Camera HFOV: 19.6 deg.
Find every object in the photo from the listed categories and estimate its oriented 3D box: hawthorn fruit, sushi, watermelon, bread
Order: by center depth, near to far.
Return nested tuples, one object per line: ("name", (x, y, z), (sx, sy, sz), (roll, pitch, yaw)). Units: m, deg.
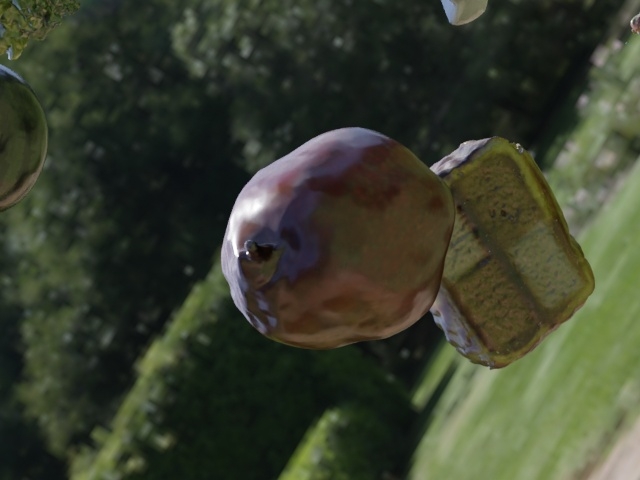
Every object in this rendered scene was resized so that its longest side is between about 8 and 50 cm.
("hawthorn fruit", (0.000, 0.000, 1.697), (0.248, 0.208, 0.208), (-7, -46, -50))
("bread", (0.181, 0.011, 1.956), (0.181, 0.222, 0.096), (-33, 7, -9))
("sushi", (0.423, -0.290, 2.357), (0.120, 0.026, 0.126), (-36, -1, -39))
("watermelon", (-0.461, -0.131, 2.432), (0.212, 0.212, 0.212), (-59, -2, -4))

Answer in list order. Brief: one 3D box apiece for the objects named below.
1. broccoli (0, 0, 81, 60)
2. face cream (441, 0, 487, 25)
("broccoli", (-0.318, -0.307, 1.698), (0.260, 0.235, 0.288), (-49, 37, 18))
("face cream", (0.057, -0.354, 1.477), (0.145, 0.369, 0.145), (-29, -1, 0))
